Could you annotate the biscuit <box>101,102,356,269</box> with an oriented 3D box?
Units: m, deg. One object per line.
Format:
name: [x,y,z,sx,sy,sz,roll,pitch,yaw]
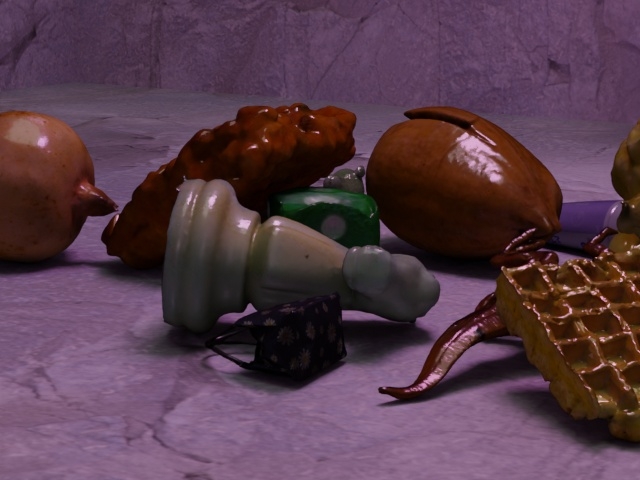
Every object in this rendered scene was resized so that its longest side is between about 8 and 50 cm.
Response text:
biscuit: [-0.110,-0.079,1.809,0.318,0.110,0.312,-39,-12,32]

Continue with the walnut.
walnut: [0.204,-0.064,1.857,0.209,0.209,0.336,-8,25,-36]

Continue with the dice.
dice: [0.000,0.000,1.708,0.131,0.120,0.128,0,10,-13]

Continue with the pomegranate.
pomegranate: [-0.398,-0.070,1.809,0.207,0.207,0.207,1,12,0]

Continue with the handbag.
handbag: [-0.054,0.102,1.388,0.139,0.072,0.115,-8,6,29]

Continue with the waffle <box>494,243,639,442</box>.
waffle: [0.306,0.093,1.274,0.219,0.057,0.229,-10,40,-18]

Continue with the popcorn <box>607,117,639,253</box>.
popcorn: [0.508,-0.072,1.706,0.335,0.279,0.274,15,-33,-14]

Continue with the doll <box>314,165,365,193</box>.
doll: [0.006,-0.062,2.145,0.150,0.078,0.115,-18,-18,-28]

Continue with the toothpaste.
toothpaste: [0.347,-0.028,1.987,0.125,0.080,0.371,-8,10,-36]

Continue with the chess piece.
chess piece: [-0.016,0.034,1.488,0.298,0.176,0.176,9,13,2]

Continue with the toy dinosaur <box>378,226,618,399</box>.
toy dinosaur: [0.218,0.071,1.438,0.432,0.097,0.208,-24,18,-17]
